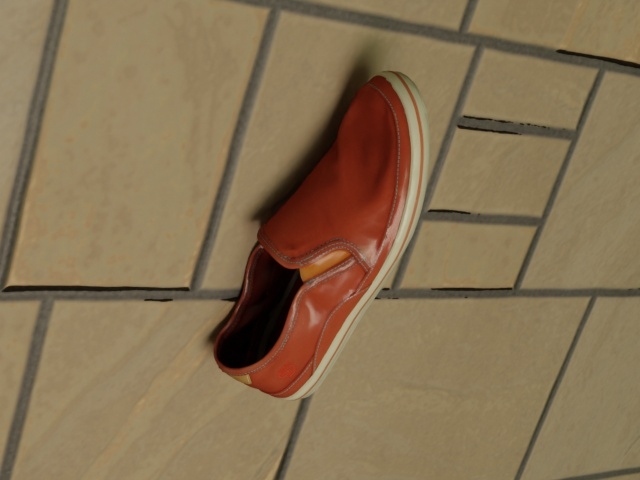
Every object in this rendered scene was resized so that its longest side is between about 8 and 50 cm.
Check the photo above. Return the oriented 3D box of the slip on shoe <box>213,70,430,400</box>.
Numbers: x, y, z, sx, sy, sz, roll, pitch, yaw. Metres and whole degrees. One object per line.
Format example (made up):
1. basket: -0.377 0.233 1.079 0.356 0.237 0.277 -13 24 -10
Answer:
1. slip on shoe: 0.000 0.000 1.032 0.101 0.123 0.331 12 113 -37
